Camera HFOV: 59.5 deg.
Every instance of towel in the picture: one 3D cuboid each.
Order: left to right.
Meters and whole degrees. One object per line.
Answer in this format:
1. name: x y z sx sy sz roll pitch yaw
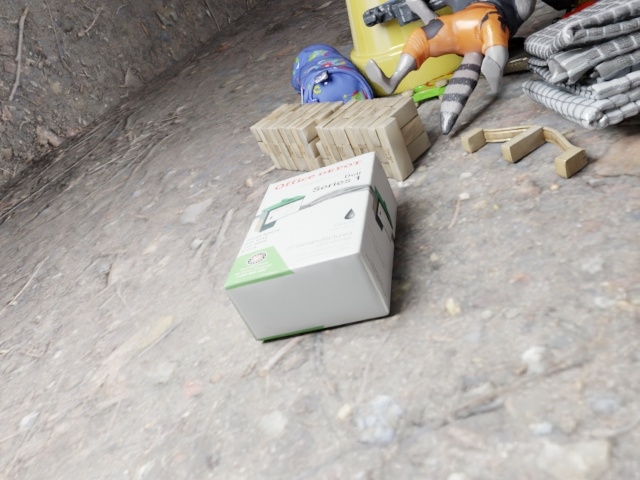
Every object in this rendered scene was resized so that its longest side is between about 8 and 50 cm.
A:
1. towel: 0.405 -0.260 0.691 0.284 0.121 0.235 -21 20 12

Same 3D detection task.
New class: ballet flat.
1. ballet flat: 0.348 -0.299 0.907 0.250 0.058 0.084 -1 49 47

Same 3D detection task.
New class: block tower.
1. block tower: 0.026 -0.170 0.920 0.097 0.091 0.335 -42 33 -24

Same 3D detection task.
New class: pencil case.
1. pencil case: 0.012 -0.311 1.124 0.133 0.119 0.306 -13 28 -2

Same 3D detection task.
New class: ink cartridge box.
1. ink cartridge box: 0.000 0.000 0.665 0.160 0.092 0.219 -15 32 20

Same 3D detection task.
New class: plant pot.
1. plant pot: 0.159 -0.454 1.113 0.254 0.239 0.254 -20 30 12

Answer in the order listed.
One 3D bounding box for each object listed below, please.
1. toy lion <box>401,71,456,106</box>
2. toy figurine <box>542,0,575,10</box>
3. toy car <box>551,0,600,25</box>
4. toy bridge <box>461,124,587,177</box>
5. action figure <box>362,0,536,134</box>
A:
1. toy lion: 0.204 -0.275 1.006 0.100 0.034 0.096 -11 26 27
2. toy figurine: 0.466 -0.472 0.886 0.210 0.148 0.213 11 45 40
3. toy car: 0.506 -0.402 0.934 0.225 0.053 0.239 -9 35 29
4. toy bridge: 0.261 -0.124 0.717 0.063 0.026 0.188 -32 29 -13
5. action figure: 0.208 -0.329 0.900 0.341 0.178 0.330 -1 41 46
